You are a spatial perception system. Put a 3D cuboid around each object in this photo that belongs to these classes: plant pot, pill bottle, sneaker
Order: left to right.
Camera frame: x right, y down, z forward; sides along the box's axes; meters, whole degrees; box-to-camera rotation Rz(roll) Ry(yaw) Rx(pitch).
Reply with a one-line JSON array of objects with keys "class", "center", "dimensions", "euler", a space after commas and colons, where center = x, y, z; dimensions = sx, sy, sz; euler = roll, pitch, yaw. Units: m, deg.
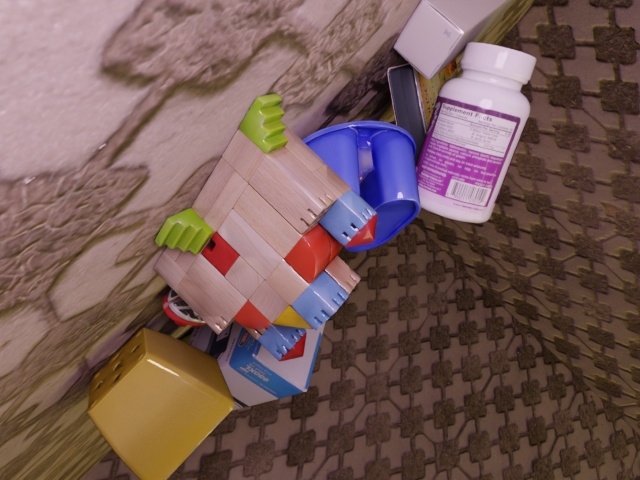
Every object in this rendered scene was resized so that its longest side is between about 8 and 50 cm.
[{"class": "plant pot", "center": [-0.326, 0.299, 0.918], "dimensions": [0.212, 0.187, 0.212], "euler": [-46, -155, -8]}, {"class": "sneaker", "center": [-0.265, 0.144, 0.990], "dimensions": [0.118, 0.107, 0.279], "euler": [-34, 174, 5]}, {"class": "pill bottle", "center": [0.285, -0.199, 0.881], "dimensions": [0.169, 0.169, 0.302], "euler": [-38, 145, -67]}]

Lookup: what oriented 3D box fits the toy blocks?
[{"class": "toy blocks", "center": [-0.065, 0.027, 0.673], "dimensions": [0.381, 0.261, 0.190], "euler": [-49, 176, 33]}]

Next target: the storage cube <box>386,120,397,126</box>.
[{"class": "storage cube", "center": [0.220, -0.221, 1.281], "dimensions": [0.183, 0.193, 0.215], "euler": [-5, -160, 32]}]

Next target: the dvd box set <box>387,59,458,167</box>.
[{"class": "dvd box set", "center": [0.283, -0.289, 1.151], "dimensions": [0.062, 0.308, 0.420], "euler": [-5, -161, 30]}]

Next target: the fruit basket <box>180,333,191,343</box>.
[{"class": "fruit basket", "center": [-0.367, 0.402, 1.578], "dimensions": [0.392, 0.283, 0.392], "euler": [-45, -165, 15]}]

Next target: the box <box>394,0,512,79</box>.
[{"class": "box", "center": [0.261, -0.418, 0.880], "dimensions": [0.275, 0.094, 0.113], "euler": [-43, 175, -36]}]

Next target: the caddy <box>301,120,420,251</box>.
[{"class": "caddy", "center": [0.050, -0.103, 0.919], "dimensions": [0.241, 0.179, 0.341], "euler": [-2, 160, -17]}]

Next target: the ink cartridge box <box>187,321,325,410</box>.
[{"class": "ink cartridge box", "center": [-0.182, 0.254, 1.193], "dimensions": [0.394, 0.166, 0.286], "euler": [-30, -149, 39]}]
